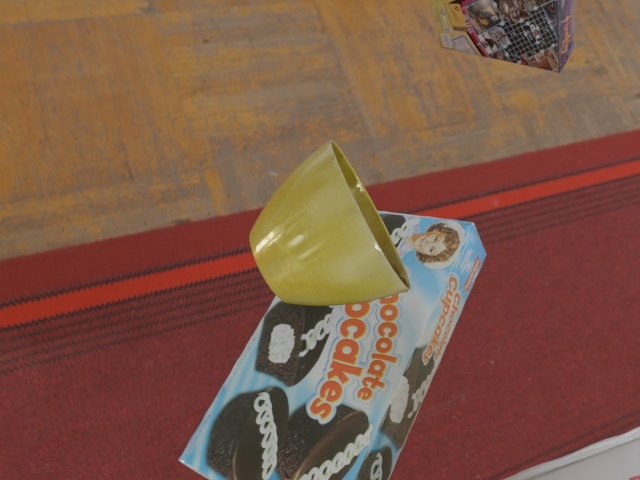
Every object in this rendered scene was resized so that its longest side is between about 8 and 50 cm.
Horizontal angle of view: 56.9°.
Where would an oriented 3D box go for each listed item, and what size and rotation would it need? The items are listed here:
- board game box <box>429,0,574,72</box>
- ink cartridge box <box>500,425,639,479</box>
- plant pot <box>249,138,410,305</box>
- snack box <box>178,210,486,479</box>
[{"bbox_3d":[0.191,-0.298,0.653,0.165,0.243,0.042,26,76,31],"label":"board game box"},{"bbox_3d":[0.164,0.339,0.357,0.160,0.279,0.385,44,38,-5],"label":"ink cartridge box"},{"bbox_3d":[0.000,0.000,0.480,0.095,0.134,0.134,-28,76,11],"label":"plant pot"},{"bbox_3d":[0.019,0.111,0.590,0.322,0.187,0.060,-60,137,-24],"label":"snack box"}]
